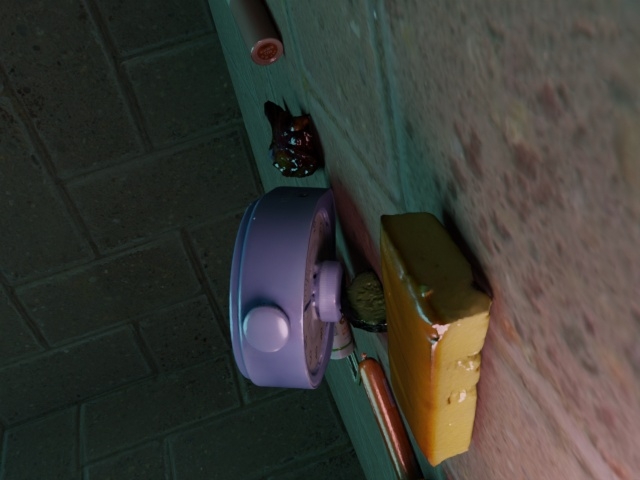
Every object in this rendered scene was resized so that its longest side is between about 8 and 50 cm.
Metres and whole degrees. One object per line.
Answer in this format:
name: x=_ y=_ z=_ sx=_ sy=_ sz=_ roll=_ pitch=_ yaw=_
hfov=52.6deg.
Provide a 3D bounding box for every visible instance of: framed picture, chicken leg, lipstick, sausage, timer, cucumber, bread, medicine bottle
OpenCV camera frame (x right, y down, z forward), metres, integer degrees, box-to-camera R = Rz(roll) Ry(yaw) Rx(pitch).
framed picture: x=0.071 y=0.306 z=2.008 sx=0.216 sy=0.016 sz=0.273 roll=86 pitch=164 yaw=-66
chicken leg: x=-0.077 y=-0.219 z=1.422 sx=0.407 sy=0.096 sz=0.157 roll=-118 pitch=15 yaw=-66
lipstick: x=-0.149 y=-0.477 z=1.359 sx=0.070 sy=0.070 sz=0.254 roll=82 pitch=167 yaw=-59
sausage: x=0.156 y=0.413 z=1.425 sx=0.053 sy=0.053 sz=0.347 roll=106 pitch=144 yaw=-79
timer: x=-0.044 y=0.097 z=1.202 sx=0.395 sy=0.174 sz=0.394 roll=3 pitch=-90 yaw=-81
cucumber: x=0.078 y=0.120 z=1.167 sx=0.193 sy=0.086 sz=0.115 roll=70 pitch=178 yaw=-76
bread: x=0.127 y=0.126 z=0.743 sx=0.361 sy=0.077 sz=0.138 roll=79 pitch=171 yaw=-51
medicine bottle: x=0.034 y=0.231 z=1.794 sx=0.086 sy=0.086 sz=0.183 roll=-123 pitch=15 yaw=-66

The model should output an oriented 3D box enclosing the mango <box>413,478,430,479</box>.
mango: x=0.207 y=0.542 z=1.071 sx=0.289 sy=0.129 sz=0.146 roll=60 pitch=169 yaw=16
